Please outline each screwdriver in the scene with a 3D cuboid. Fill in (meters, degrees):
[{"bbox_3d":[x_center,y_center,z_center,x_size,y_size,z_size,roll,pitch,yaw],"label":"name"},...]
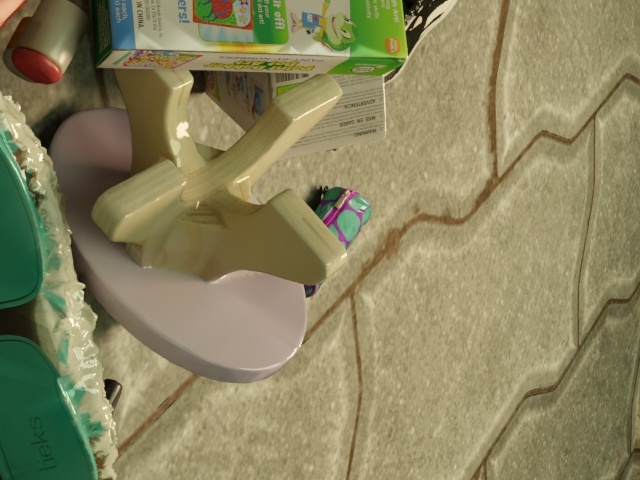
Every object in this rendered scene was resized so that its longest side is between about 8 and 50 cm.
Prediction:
[{"bbox_3d":[-0.223,0.205,1.184,0.024,0.025,0.170,52,53,-55],"label":"screwdriver"}]

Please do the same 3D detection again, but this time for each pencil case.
[{"bbox_3d":[0.000,0.000,1.492,0.152,0.064,0.070,-54,159,-40],"label":"pencil case"}]

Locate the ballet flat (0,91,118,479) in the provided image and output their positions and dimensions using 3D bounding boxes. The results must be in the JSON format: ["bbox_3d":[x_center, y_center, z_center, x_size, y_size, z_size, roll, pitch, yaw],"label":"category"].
[{"bbox_3d":[-0.248,0.034,1.001,0.147,0.147,0.409,-49,143,-45],"label":"ballet flat"}]

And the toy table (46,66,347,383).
[{"bbox_3d":[-0.095,-0.034,1.035,0.252,0.274,0.161,-49,178,-41],"label":"toy table"}]

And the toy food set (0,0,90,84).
[{"bbox_3d":[-0.255,-0.160,0.901,0.104,0.111,0.232,-67,148,-20],"label":"toy food set"}]

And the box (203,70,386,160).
[{"bbox_3d":[-0.031,-0.164,1.201,0.114,0.203,0.103,-13,118,-19],"label":"box"}]

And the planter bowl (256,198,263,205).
[{"bbox_3d":[-0.122,0.004,1.188,0.109,0.162,0.162,50,51,-22],"label":"planter bowl"}]

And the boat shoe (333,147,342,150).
[{"bbox_3d":[-0.027,-0.246,1.349,0.112,0.095,0.335,-104,-171,-58],"label":"boat shoe"}]

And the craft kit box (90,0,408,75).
[{"bbox_3d":[-0.060,-0.256,1.004,0.246,0.061,0.250,-2,82,-23],"label":"craft kit box"}]

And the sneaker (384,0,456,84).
[{"bbox_3d":[0.087,-0.258,1.473,0.121,0.079,0.217,-33,156,-57],"label":"sneaker"}]
